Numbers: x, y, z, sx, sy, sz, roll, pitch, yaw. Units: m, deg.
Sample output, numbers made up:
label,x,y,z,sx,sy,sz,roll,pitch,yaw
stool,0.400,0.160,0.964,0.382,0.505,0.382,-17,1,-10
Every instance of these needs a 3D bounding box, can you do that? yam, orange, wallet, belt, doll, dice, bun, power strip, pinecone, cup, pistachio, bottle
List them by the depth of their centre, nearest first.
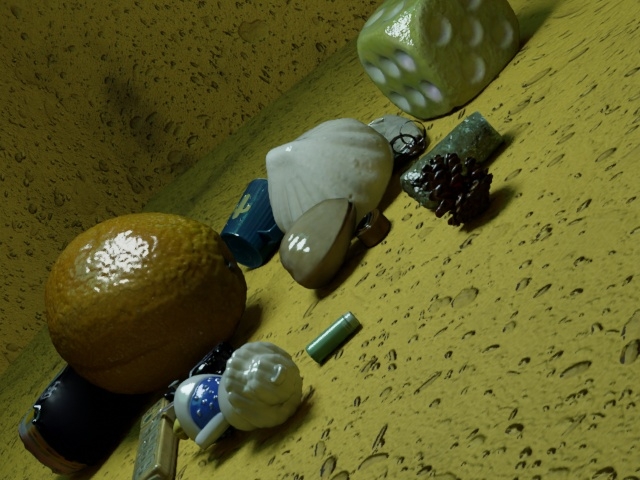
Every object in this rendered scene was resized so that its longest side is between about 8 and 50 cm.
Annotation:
label,x,y,z,sx,sy,sz,roll,pitch,yaw
doll,-0.121,0.220,1.435,0.293,0.119,0.138,-35,23,51
pinecone,0.191,-0.074,1.448,0.102,0.102,0.109,-45,44,-5
bottle,0.018,0.135,1.448,0.083,0.030,0.030,-42,14,2
yam,0.208,-0.125,1.600,0.179,0.078,0.078,-41,14,-6
power strip,-0.261,0.326,1.636,0.064,0.044,0.305,-43,13,6
belt,0.084,-0.021,1.714,0.059,0.036,0.083,-40,13,17
pistachio,0.000,0.000,1.716,0.126,0.108,0.185,-38,20,52
orange,-0.310,0.106,1.851,0.357,0.322,0.322,-23,20,18
bun,-0.013,-0.125,1.868,0.263,0.175,0.263,-34,39,33
dice,0.228,-0.393,2.025,0.233,0.227,0.238,-50,16,-17
wallet,0.070,-0.139,2.038,0.335,0.068,0.275,-42,16,13
cup,-0.119,-0.035,2.162,0.176,0.131,0.155,-7,42,49

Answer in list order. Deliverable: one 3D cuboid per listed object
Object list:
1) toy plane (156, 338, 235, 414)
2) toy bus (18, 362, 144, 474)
label,x,y,z,sx,sy,sz,roll,pitch,yaw
toy plane,-0.195,0.225,1.707,0.078,0.053,0.197,-33,8,45
toy bus,-0.432,0.289,2.002,0.162,0.171,0.386,-44,10,43
